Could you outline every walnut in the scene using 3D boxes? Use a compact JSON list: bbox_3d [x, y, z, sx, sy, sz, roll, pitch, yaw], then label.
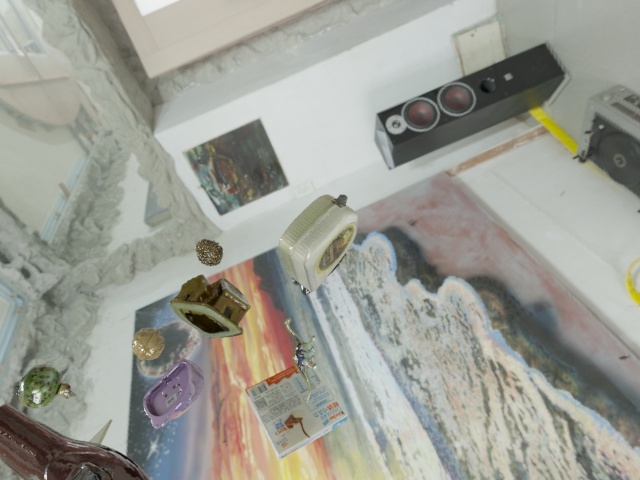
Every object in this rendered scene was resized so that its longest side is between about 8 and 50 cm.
[{"bbox_3d":[-0.441,0.264,1.107,0.078,0.083,0.096,29,180,-12],"label":"walnut"}]

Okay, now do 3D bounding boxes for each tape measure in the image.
[{"bbox_3d":[0.000,0.000,1.164,0.133,0.231,0.271,36,160,21],"label":"tape measure"}]

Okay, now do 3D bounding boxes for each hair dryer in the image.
[{"bbox_3d":[-0.348,0.304,0.580,0.312,0.123,0.340,35,141,0],"label":"hair dryer"}]

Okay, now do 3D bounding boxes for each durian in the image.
[{"bbox_3d":[-0.312,0.032,1.206,0.091,0.080,0.080,28,164,20],"label":"durian"}]

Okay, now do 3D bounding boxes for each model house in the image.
[{"bbox_3d":[-0.404,0.229,1.666,0.268,0.173,0.239,42,-141,-16],"label":"model house"}]

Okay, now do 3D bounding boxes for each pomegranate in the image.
[{"bbox_3d":[-0.772,0.417,1.225,0.161,0.122,0.122,25,-158,-29],"label":"pomegranate"}]

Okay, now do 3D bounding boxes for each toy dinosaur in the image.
[{"bbox_3d":[-0.030,0.250,0.918,0.037,0.058,0.181,93,162,-77],"label":"toy dinosaur"}]

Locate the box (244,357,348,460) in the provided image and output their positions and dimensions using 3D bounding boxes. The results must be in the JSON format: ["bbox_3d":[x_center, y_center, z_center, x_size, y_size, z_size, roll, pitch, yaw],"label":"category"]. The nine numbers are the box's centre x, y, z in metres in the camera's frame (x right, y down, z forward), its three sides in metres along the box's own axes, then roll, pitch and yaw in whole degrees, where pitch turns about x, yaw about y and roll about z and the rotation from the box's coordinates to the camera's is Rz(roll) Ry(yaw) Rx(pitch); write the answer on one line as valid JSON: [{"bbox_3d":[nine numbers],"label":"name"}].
[{"bbox_3d":[-0.086,0.571,1.498,0.265,0.273,0.048,49,146,39],"label":"box"}]

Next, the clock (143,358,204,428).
[{"bbox_3d":[-0.338,0.364,1.015,0.110,0.152,0.050,49,-176,41],"label":"clock"}]

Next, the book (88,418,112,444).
[{"bbox_3d":[-0.861,0.772,1.639,0.012,0.172,0.118,40,-161,-19],"label":"book"}]
